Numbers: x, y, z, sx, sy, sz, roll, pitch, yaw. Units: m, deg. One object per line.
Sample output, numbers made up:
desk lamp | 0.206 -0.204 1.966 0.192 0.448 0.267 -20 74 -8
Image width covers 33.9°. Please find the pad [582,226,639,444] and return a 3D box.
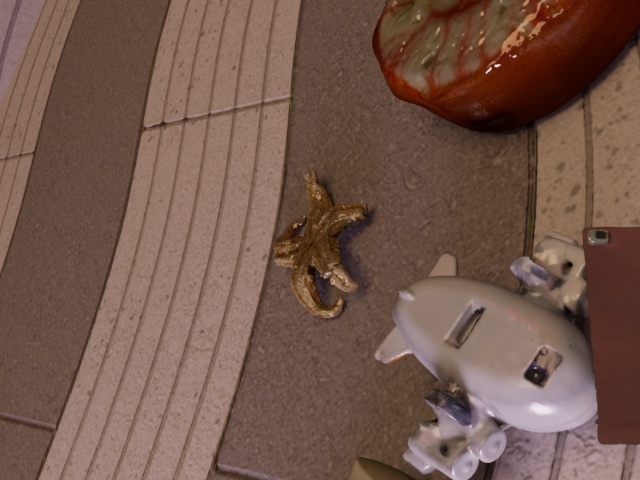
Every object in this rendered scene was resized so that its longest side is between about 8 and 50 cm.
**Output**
pad | 0.264 0.068 0.805 0.113 0.006 0.187 0 59 8

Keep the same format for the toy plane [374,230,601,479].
toy plane | 0.146 0.093 0.902 0.245 0.117 0.244 -26 43 27

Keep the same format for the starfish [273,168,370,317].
starfish | -0.007 -0.005 1.207 0.150 0.053 0.209 -30 43 29

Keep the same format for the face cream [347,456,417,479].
face cream | 0.024 0.368 0.882 0.173 0.081 0.348 12 76 53

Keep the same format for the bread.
bread | 0.203 -0.272 1.084 0.295 0.114 0.327 29 89 53
